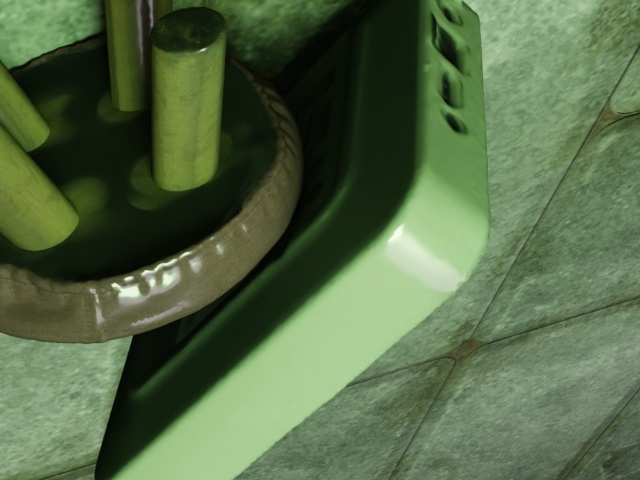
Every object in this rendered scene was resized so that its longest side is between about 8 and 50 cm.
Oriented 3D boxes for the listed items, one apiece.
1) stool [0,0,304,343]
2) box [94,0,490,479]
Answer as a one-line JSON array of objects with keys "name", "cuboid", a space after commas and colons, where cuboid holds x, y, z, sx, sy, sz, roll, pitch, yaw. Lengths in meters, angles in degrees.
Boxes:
[{"name": "stool", "cuboid": [-0.156, -0.084, 0.874, 0.272, 0.272, 0.178, -23, 137, -7]}, {"name": "box", "cuboid": [-0.023, -0.009, 1.017, 0.090, 0.367, 0.373, 34, 121, -20]}]
